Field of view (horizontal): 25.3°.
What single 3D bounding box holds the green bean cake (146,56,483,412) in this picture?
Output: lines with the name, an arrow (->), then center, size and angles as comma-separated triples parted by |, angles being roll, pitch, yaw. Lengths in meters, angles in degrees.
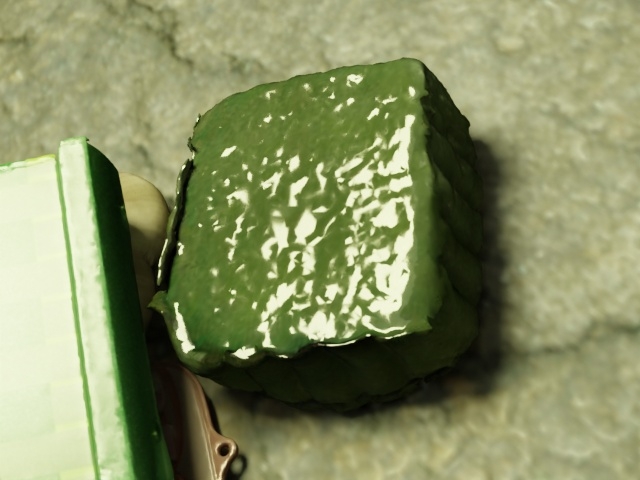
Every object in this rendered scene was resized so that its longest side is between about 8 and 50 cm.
green bean cake -> 0.000, 0.000, 1.011 | 0.223, 0.125, 0.227 | -7, 62, 24

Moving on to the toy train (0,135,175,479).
toy train -> -0.218, 0.081, 0.994 | 0.202, 0.120, 0.300 | -12, 67, 1

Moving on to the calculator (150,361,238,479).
calculator -> -0.203, 0.216, 1.054 | 0.330, 0.048, 0.220 | -24, 52, 13

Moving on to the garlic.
garlic -> -0.180, 0.021, 1.122 | 0.124, 0.099, 0.174 | 5, 64, 24
